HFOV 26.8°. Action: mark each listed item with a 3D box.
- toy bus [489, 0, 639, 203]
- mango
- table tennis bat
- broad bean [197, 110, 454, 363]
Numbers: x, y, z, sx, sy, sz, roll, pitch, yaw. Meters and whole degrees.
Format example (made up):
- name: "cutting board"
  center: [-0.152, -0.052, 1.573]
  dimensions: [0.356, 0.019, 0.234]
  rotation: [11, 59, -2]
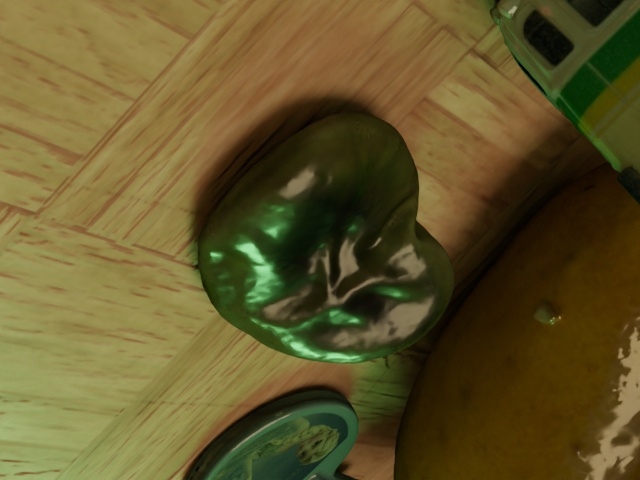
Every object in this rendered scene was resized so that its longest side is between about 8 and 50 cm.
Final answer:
- name: "toy bus"
  center: [0.236, -0.156, 0.732]
  dimensions: [0.276, 0.165, 0.133]
  rotation: [-45, 167, 10]
- name: "mango"
  center: [0.203, 0.111, 1.048]
  dimensions: [0.301, 0.220, 0.445]
  rotation: [-18, 137, -23]
- name: "table tennis bat"
  center: [-0.020, 0.187, 1.074]
  dimensions: [0.149, 0.038, 0.237]
  rotation: [-41, 149, 3]
- name: "broad bean"
  center: [0.002, 0.002, 0.806]
  dimensions: [0.153, 0.072, 0.207]
  rotation: [-42, 140, 2]
